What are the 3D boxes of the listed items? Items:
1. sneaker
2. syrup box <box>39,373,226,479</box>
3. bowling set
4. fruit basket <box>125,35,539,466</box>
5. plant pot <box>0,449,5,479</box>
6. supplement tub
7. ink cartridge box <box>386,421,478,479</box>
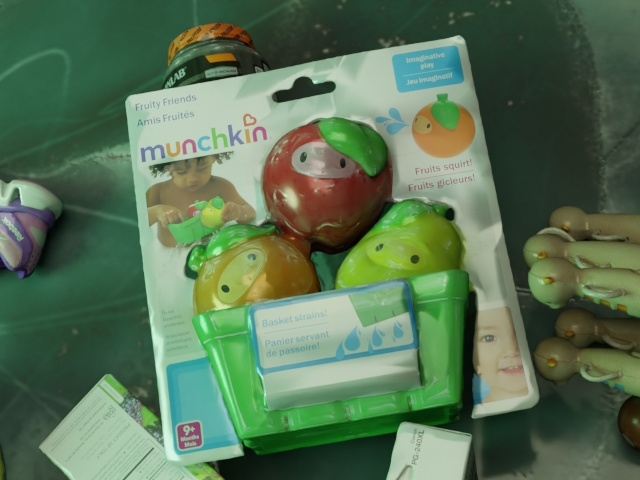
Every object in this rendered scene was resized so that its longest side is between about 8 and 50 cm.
[{"bbox_3d":[-0.386,-0.006,1.261,0.236,0.095,0.104,2,74,9],"label":"sneaker"},{"bbox_3d":[-0.132,0.238,1.104,0.237,0.093,0.096,37,76,22],"label":"syrup box"},{"bbox_3d":[0.244,0.085,1.072,0.154,0.287,0.199,10,101,20],"label":"bowling set"},{"bbox_3d":[0.000,0.000,1.078,0.327,0.165,0.353,-9,78,3],"label":"fruit basket"},{"bbox_3d":[-0.459,0.206,1.083,0.276,0.254,0.276,-4,66,8],"label":"plant pot"},{"bbox_3d":[-0.097,-0.118,1.246,0.117,0.117,0.190,-15,64,2],"label":"supplement tub"},{"bbox_3d":[0.092,0.228,1.039,0.063,0.150,0.109,9,68,13],"label":"ink cartridge box"}]
